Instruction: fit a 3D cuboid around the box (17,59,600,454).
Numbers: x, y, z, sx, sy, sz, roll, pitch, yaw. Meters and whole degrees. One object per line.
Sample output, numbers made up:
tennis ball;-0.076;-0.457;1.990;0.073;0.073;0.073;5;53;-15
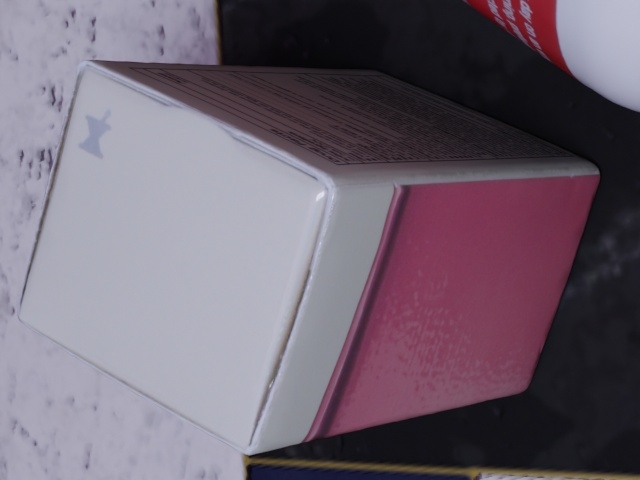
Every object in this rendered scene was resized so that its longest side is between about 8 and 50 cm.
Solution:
box;0.000;0.000;0.924;0.148;0.232;0.127;27;108;32

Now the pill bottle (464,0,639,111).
pill bottle;0.117;-0.198;0.825;0.407;0.229;0.229;39;115;27
